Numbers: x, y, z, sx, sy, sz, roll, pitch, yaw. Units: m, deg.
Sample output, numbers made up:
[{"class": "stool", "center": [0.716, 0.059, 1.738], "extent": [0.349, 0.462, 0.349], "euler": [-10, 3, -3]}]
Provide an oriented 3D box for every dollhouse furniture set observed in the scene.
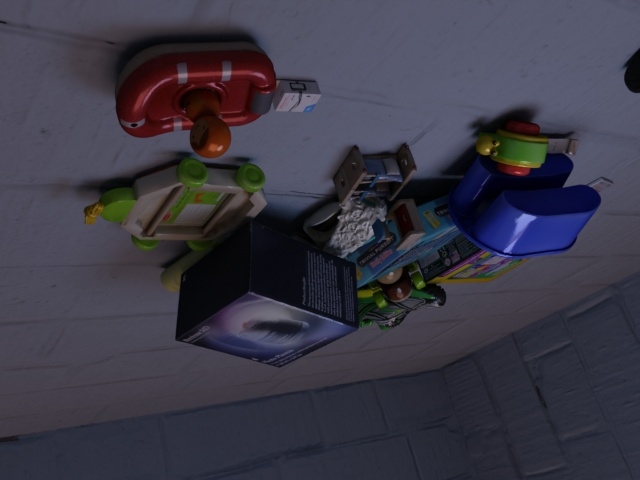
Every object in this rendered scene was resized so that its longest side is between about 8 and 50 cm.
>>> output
[{"class": "dollhouse furniture set", "center": [0.128, -0.085, 1.312], "extent": [0.130, 0.183, 0.129], "euler": [-6, 156, -23]}]

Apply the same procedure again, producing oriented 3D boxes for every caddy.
[{"class": "caddy", "center": [0.459, -0.080, 1.468], "extent": [0.342, 0.241, 0.179], "euler": [-5, 141, -25]}]

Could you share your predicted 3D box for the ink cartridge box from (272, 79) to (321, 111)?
[{"class": "ink cartridge box", "center": [-0.047, -0.235, 1.043], "extent": [0.083, 0.028, 0.048], "euler": [-4, 154, -27]}]

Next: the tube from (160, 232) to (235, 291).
[{"class": "tube", "center": [-0.276, 0.042, 1.500], "extent": [0.240, 0.062, 0.070], "euler": [-33, -172, 25]}]

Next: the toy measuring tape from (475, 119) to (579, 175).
[{"class": "toy measuring tape", "center": [0.471, -0.196, 1.375], "extent": [0.330, 0.121, 0.121], "euler": [-2, 154, -30]}]

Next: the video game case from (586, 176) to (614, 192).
[{"class": "video game case", "center": [0.780, -0.143, 1.864], "extent": [0.087, 0.011, 0.122], "euler": [7, 148, -46]}]

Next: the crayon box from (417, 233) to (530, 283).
[{"class": "crayon box", "center": [0.525, 0.011, 1.925], "extent": [0.313, 0.106, 0.363], "euler": [0, 153, -38]}]

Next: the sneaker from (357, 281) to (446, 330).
[{"class": "sneaker", "center": [0.251, 0.206, 2.022], "extent": [0.134, 0.146, 0.344], "euler": [-2, 173, -45]}]

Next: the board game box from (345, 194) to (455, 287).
[{"class": "board game box", "center": [0.249, -0.018, 1.577], "extent": [0.336, 0.079, 0.254], "euler": [-20, 165, -41]}]

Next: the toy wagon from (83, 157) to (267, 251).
[{"class": "toy wagon", "center": [-0.276, -0.068, 1.226], "extent": [0.345, 0.068, 0.267], "euler": [2, 151, -36]}]

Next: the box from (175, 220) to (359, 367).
[{"class": "box", "center": [-0.122, 0.136, 1.430], "extent": [0.294, 0.182, 0.296], "euler": [23, 140, -32]}]

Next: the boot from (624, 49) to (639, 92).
[{"class": "boot", "center": [0.721, -0.362, 1.214], "extent": [0.179, 0.085, 0.236], "euler": [-6, 155, -30]}]

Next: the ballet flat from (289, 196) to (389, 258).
[{"class": "ballet flat", "center": [0.000, 0.000, 1.542], "extent": [0.147, 0.146, 0.409], "euler": [2, 148, -39]}]

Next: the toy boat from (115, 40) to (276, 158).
[{"class": "toy boat", "center": [-0.170, -0.185, 0.913], "extent": [0.231, 0.151, 0.151], "euler": [-9, 156, -19]}]

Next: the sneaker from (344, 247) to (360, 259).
[{"class": "sneaker", "center": [0.078, 0.033, 1.696], "extent": [0.167, 0.076, 0.065], "euler": [-16, 157, -2]}]

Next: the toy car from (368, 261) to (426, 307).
[{"class": "toy car", "center": [0.194, 0.078, 1.872], "extent": [0.155, 0.149, 0.188], "euler": [-28, 129, 8]}]
